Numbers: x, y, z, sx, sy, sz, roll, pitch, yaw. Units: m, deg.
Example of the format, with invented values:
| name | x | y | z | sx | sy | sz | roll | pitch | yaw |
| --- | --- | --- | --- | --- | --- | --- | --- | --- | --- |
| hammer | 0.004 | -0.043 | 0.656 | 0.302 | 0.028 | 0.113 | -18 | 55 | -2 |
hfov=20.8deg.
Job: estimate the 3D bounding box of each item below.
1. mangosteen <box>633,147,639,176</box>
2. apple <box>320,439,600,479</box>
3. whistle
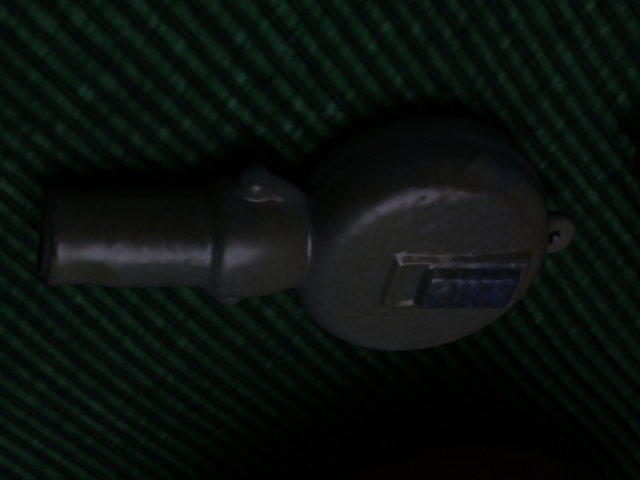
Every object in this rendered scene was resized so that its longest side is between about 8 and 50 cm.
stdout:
| name | x | y | z | sx | sy | sz | roll | pitch | yaw |
| --- | --- | --- | --- | --- | --- | --- | --- | --- | --- |
| mangosteen | 0.243 | 0.012 | 0.824 | 0.217 | 0.192 | 0.192 | 31 | 122 | -11 |
| apple | 0.081 | 0.287 | 0.919 | 0.364 | 0.364 | 0.364 | -9 | 136 | -9 |
| whistle | 0.000 | 0.000 | 0.803 | 0.258 | 0.067 | 0.126 | 1 | 133 | -16 |
